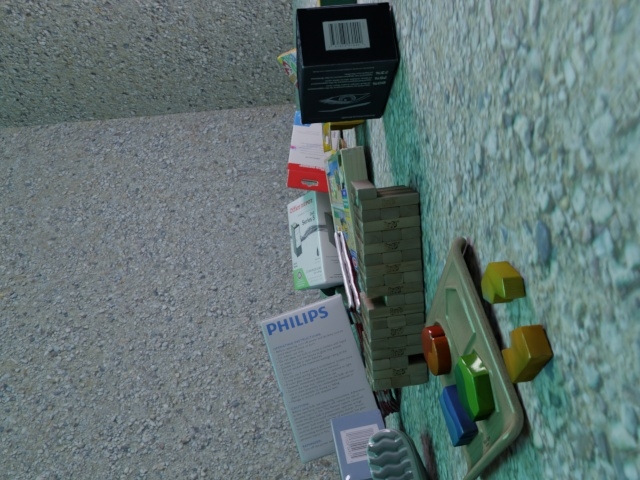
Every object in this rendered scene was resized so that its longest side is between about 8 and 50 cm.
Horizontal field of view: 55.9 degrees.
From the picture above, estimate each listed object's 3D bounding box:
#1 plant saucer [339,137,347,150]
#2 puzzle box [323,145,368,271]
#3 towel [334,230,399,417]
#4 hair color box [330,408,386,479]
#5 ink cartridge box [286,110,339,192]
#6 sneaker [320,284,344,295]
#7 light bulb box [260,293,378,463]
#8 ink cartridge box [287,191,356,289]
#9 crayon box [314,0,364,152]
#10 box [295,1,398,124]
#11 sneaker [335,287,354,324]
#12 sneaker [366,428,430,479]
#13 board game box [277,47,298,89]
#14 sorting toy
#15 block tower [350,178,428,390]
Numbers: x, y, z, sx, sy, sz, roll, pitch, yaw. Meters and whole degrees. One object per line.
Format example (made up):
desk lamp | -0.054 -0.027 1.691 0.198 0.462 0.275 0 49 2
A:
plant saucer | 0.064 -0.244 1.677 0.083 0.015 0.084 174 90 -85
puzzle box | 0.070 -0.079 1.474 0.409 0.052 0.272 -139 39 -84
towel | 0.094 0.170 1.232 0.237 0.037 0.329 -102 -5 -52
hair color box | 0.111 0.561 1.238 0.185 0.113 0.375 -108 8 -66
ink cartridge box | -0.021 -0.243 1.727 0.078 0.134 0.231 105 173 -76
sneaker | 0.033 0.128 1.997 0.296 0.104 0.147 95 174 -48
light bulb box | -0.003 0.364 1.635 0.358 0.225 0.361 105 147 -78
ink cartridge box | 0.000 0.000 1.792 0.198 0.114 0.273 -23 71 59
crayon box | 0.040 -0.367 1.371 0.203 0.083 0.323 -124 29 -82
box | 0.036 -0.292 1.021 0.207 0.153 0.108 103 162 -75
sneaker | 0.076 0.203 1.840 0.152 0.058 0.085 -125 37 -68
sneaker | 0.158 0.446 0.983 0.115 0.105 0.282 19 -120 -61
board game box | -0.035 -0.492 1.721 0.124 0.039 0.259 54 163 -21
sorting toy | 0.159 0.117 0.655 0.307 0.041 0.229 90 173 -56
block tower | 0.110 0.073 0.952 0.091 0.097 0.336 -113 16 -77
